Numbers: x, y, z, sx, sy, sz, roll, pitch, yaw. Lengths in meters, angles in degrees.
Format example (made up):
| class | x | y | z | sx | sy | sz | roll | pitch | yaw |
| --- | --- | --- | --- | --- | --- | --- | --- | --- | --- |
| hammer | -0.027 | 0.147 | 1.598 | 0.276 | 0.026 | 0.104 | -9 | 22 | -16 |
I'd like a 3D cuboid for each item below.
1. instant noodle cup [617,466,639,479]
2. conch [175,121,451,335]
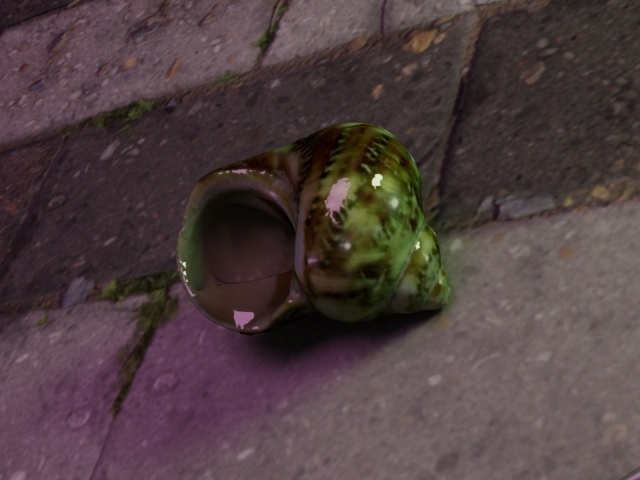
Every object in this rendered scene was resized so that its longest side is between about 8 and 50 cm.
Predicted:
| class | x | y | z | sx | sy | sz | roll | pitch | yaw |
| --- | --- | --- | --- | --- | --- | --- | --- | --- | --- |
| instant noodle cup | 0.196 | 0.216 | 0.485 | 0.296 | 0.214 | 0.296 | -24 | 38 | 20 |
| conch | 0.002 | 0.001 | 0.970 | 0.187 | 0.124 | 0.181 | -59 | 43 | 14 |
